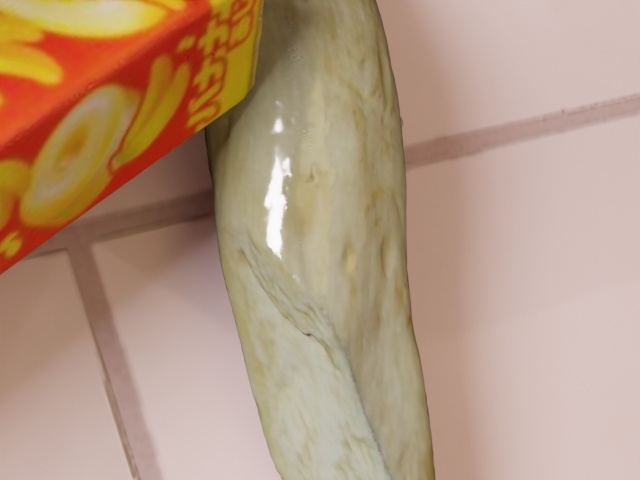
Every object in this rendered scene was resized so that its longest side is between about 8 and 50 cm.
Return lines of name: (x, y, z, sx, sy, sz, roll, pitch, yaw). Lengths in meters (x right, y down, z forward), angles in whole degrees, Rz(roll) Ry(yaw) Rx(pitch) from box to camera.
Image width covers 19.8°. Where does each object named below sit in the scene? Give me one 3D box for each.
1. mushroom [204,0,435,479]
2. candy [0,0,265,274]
mushroom: (-0.002, -0.001, 0.833, 0.107, 0.087, 0.333, 10, 71, -55)
candy: (-0.162, -0.055, 0.712, 0.146, 0.088, 0.276, 38, 54, 20)
